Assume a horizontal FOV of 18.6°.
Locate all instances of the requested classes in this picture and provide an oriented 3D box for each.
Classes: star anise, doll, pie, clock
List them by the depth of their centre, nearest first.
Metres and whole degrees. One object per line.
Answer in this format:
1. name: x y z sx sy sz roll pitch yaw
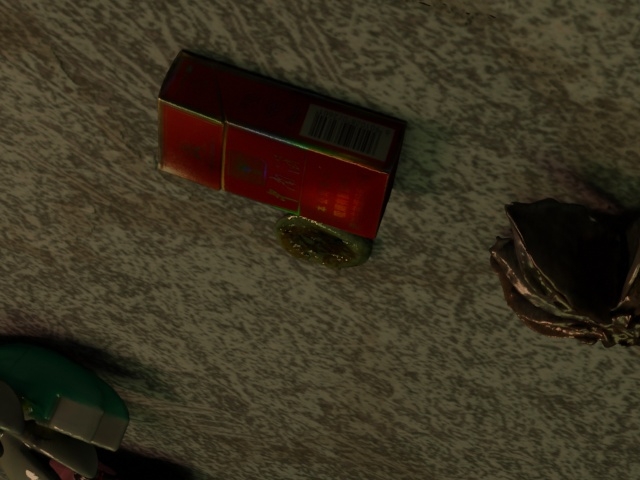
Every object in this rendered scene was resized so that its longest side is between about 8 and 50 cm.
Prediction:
1. star anise: 0.214 0.025 1.397 0.229 0.093 0.236 31 157 -34
2. pie: 0.000 0.000 1.576 0.085 0.017 0.085 17 154 8
3. doll: -0.317 0.179 2.026 0.195 0.153 0.258 23 176 -36
4. clock: -0.242 0.303 2.270 0.195 0.100 0.194 16 159 14

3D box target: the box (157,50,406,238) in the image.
1. box: -0.031 -0.067 1.427 0.175 0.048 0.112 18 155 5
